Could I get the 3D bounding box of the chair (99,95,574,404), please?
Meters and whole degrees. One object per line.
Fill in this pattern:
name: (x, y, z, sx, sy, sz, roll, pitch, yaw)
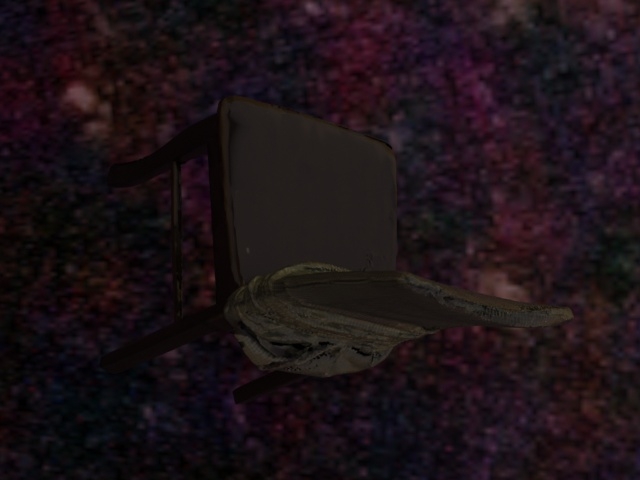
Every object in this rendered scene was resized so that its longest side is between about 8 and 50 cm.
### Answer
chair: (0.000, 0.000, 1.183, 0.160, 0.319, 0.186, 16, 65, -38)
